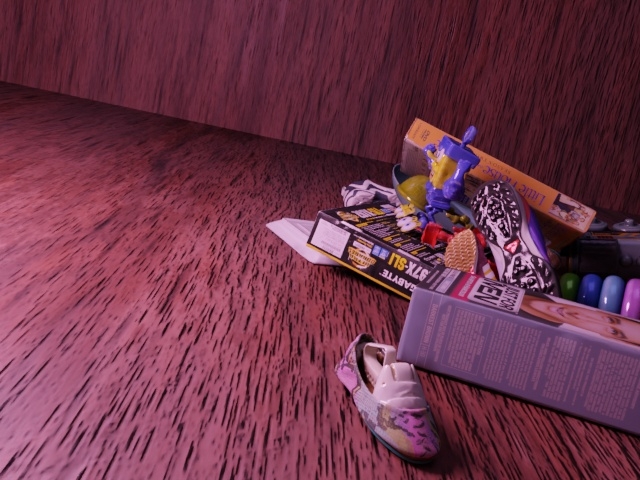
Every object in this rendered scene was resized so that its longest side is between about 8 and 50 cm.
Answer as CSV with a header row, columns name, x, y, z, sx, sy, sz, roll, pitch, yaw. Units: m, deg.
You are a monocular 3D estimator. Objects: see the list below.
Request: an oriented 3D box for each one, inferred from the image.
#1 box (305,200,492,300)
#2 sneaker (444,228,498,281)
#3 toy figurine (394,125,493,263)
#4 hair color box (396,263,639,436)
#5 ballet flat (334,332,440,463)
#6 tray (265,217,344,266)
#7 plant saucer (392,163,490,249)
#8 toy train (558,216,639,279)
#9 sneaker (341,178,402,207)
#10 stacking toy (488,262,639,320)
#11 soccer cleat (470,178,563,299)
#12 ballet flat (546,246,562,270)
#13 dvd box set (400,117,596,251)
name,x,y,z,sx,sy,sz,roll,pitch,yaw
box,0.160,0.016,1.584,0.257,0.079,0.322,25,16,21
sneaker,0.262,0.070,1.390,0.084,0.070,0.185,30,44,-38
toy figurine,0.273,-0.122,1.648,0.191,0.217,0.362,20,16,-4
hair color box,0.312,0.147,1.149,0.375,0.113,0.185,16,13,14
ballet flat,0.074,0.162,0.933,0.077,0.079,0.221,9,13,-19
tray,0.000,0.000,1.688,0.145,0.030,0.270,7,14,-26
plant saucer,0.300,-0.075,2.045,0.318,0.043,0.317,28,25,-15
toy train,0.730,0.029,1.954,0.334,0.142,0.190,2,16,9
sneaker,0.160,-0.108,2.162,0.235,0.094,0.153,-3,25,-18
stacking toy,0.408,0.107,1.414,0.331,0.141,0.141,11,11,20
soccer cleat,0.338,0.046,1.352,0.116,0.109,0.318,23,43,-43
ballet flat,0.461,0.027,1.925,0.067,0.073,0.206,-35,32,-18
dvd box set,0.378,-0.114,1.858,0.421,0.062,0.307,29,-5,8
